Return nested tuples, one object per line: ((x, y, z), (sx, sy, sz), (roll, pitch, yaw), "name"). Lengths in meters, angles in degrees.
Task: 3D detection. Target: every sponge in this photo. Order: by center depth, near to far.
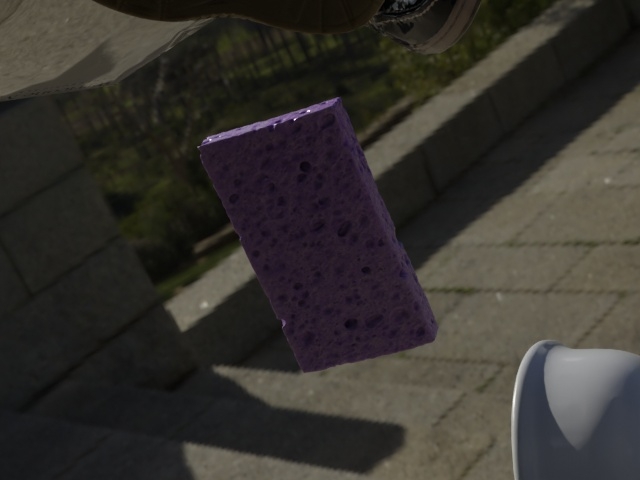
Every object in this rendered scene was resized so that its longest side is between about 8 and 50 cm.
((0.000, 0.000, 0.935), (0.117, 0.210, 0.031), (-16, 20, 22), "sponge")

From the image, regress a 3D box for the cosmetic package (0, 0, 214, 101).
((-0.147, -0.201, 0.717), (0.196, 0.155, 0.365), (-14, -2, -34), "cosmetic package")

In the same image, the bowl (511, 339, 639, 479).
((0.282, 0.217, 1.024), (0.134, 0.298, 0.298), (-16, 22, 26), "bowl")

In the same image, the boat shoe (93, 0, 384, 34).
((-0.046, -0.121, 0.477), (0.153, 0.056, 0.048), (3, 45, -25), "boat shoe")

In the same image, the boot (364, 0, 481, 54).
((-0.016, -0.294, 1.155), (0.284, 0.138, 0.377), (16, 12, -21), "boot")
